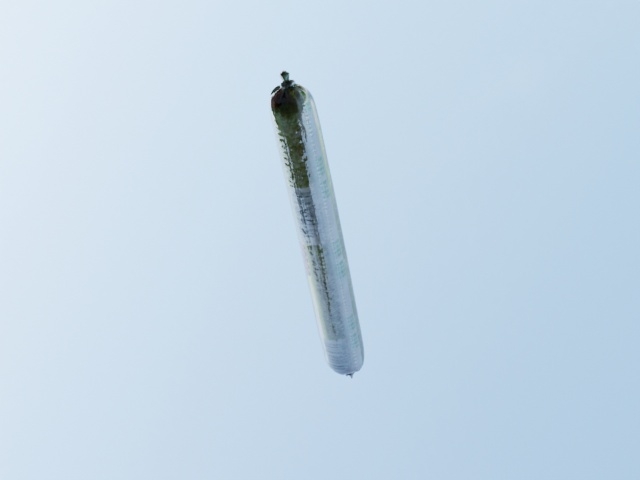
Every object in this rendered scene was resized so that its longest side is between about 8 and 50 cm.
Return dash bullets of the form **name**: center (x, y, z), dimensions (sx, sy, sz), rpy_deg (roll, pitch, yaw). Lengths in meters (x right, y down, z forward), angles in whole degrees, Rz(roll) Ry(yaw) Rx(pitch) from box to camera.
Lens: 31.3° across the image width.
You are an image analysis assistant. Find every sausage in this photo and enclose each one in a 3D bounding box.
- **sausage**: center (0.000, 0.000, 0.798), dimensions (0.033, 0.269, 0.033), rpy_deg (-8, -143, 6)
